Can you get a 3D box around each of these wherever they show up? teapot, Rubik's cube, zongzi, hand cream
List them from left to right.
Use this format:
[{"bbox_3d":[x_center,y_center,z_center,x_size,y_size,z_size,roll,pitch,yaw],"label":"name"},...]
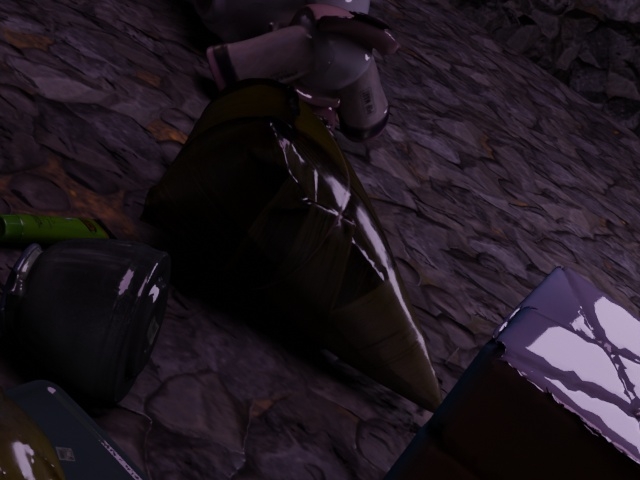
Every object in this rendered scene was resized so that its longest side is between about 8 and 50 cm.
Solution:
[{"bbox_3d":[-0.214,-0.008,0.972,0.036,0.023,0.122,42,21,29],"label":"hand cream"},{"bbox_3d":[-0.162,0.038,0.844,0.108,0.111,0.149,19,29,2],"label":"teapot"},{"bbox_3d":[0.000,0.000,1.121,0.317,0.154,0.289,49,17,-13],"label":"zongzi"},{"bbox_3d":[0.172,0.183,0.826,0.221,0.224,0.231,38,24,12],"label":"Rubik's cube"}]

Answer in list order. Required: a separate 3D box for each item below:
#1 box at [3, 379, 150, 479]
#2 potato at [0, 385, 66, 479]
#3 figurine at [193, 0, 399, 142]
[{"bbox_3d":[-0.161,0.140,0.736,0.126,0.031,0.091,43,26,19],"label":"box"},{"bbox_3d":[-0.226,0.103,0.587,0.248,0.143,0.169,47,17,31],"label":"potato"},{"bbox_3d":[-0.023,-0.298,1.538,0.253,0.211,0.361,27,29,-38],"label":"figurine"}]
